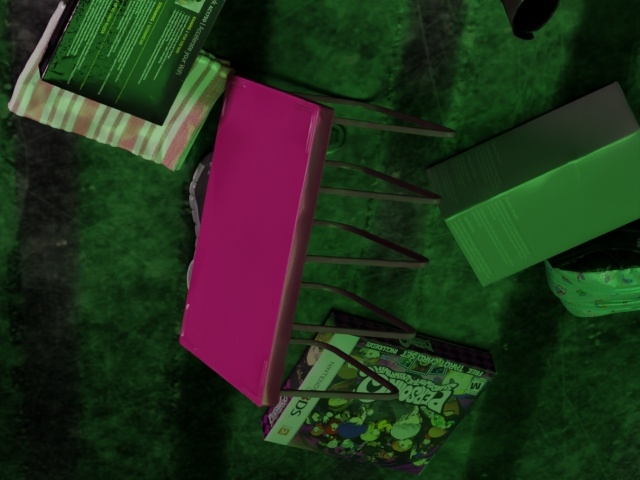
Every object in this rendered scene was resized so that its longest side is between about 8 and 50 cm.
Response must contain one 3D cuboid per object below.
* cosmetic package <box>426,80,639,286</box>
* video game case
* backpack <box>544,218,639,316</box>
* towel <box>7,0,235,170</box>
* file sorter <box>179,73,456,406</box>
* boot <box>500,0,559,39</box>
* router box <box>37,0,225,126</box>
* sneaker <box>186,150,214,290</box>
[{"bbox_3d":[0.254,-0.061,1.625,0.238,0.107,0.127,-25,130,8],"label":"cosmetic package"},{"bbox_3d":[0.072,0.198,1.853,0.232,0.042,0.210,17,127,-23],"label":"video game case"},{"bbox_3d":[0.346,0.016,1.682,0.182,0.152,0.115,-11,127,14],"label":"backpack"},{"bbox_3d":[-0.205,-0.156,1.508,0.197,0.029,0.144,19,124,-24],"label":"towel"},{"bbox_3d":[0.000,0.000,1.486,0.182,0.202,0.290,5,102,-30],"label":"file sorter"},{"bbox_3d":[0.218,-0.299,1.386,0.077,0.137,0.198,6,128,-15],"label":"boot"},{"bbox_3d":[-0.179,-0.215,1.429,0.133,0.046,0.179,21,112,-25],"label":"router box"},{"bbox_3d":[-0.099,0.021,1.610,0.086,0.132,0.228,-1,131,-9],"label":"sneaker"}]
